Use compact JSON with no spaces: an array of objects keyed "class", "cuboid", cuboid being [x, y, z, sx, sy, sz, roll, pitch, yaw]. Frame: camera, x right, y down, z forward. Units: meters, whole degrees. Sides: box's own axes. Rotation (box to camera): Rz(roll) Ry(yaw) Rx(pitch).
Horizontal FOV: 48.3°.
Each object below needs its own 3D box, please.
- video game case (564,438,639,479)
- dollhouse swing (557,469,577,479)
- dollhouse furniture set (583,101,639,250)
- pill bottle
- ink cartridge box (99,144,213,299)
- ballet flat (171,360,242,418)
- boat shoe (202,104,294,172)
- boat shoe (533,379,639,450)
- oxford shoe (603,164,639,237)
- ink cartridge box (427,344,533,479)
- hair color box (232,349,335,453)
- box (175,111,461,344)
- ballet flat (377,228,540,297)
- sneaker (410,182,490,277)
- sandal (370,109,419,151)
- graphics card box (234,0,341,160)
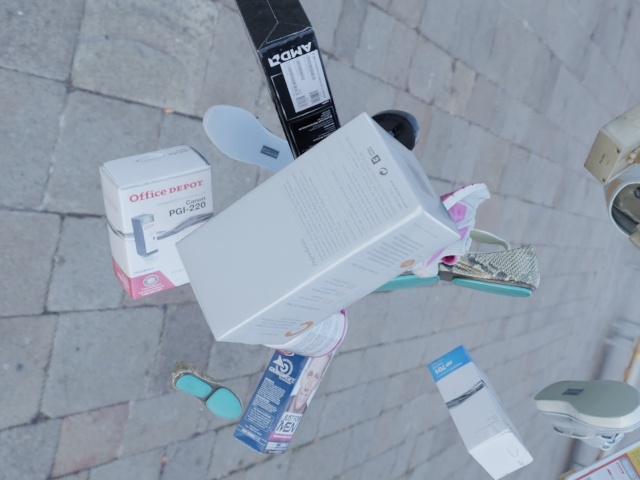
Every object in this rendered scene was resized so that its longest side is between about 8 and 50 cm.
[{"class":"video game case","cuboid":[0.597,0.442,1.230,0.285,0.204,0.025,-25,163,-4]},{"class":"dollhouse swing","cuboid":[0.574,0.722,1.756,0.347,0.315,0.305,-35,136,-12]},{"class":"dollhouse furniture set","cuboid":[0.508,-0.084,0.954,0.161,0.242,0.212,-33,156,-10]},{"class":"pill bottle","cuboid":[-0.064,0.165,1.572,0.283,0.160,0.160,30,80,-61]},{"class":"ink cartridge box","cuboid":[-0.261,-0.031,1.173,0.159,0.092,0.217,-18,127,-28]},{"class":"ballet flat","cuboid":[-0.242,0.314,1.529,0.073,0.067,0.206,-39,130,2]},{"class":"boat shoe","cuboid":[-0.165,-0.241,1.673,0.306,0.105,0.113,15,102,-45]},{"class":"boat shoe","cuboid":[0.389,0.249,1.009,0.079,0.081,0.227,-31,180,-14]},{"class":"oxford shoe","cuboid":[0.717,-0.016,1.270,0.130,0.449,0.169,-36,140,-45]},{"class":"ink cartridge box","cuboid":[0.280,0.302,1.259,0.082,0.190,0.139,-31,131,10]},{"class":"hair color box","cuboid":[-0.093,0.418,1.999,0.347,0.105,0.174,-64,156,-6]},{"class":"box","cuboid":[0.000,0.000,1.060,0.345,0.168,0.215,-33,159,16]},{"class":"ballet flat","cuboid":[0.333,0.053,1.898,0.164,0.483,0.182,70,22,-74]},{"class":"sneaker","cuboid":[0.231,-0.017,1.322,0.252,0.103,0.111,-36,95,-24]},{"class":"sandal","cuboid":[0.076,-0.179,1.360,0.097,0.255,0.054,61,42,-23]},{"class":"graphics card box","cuboid":[-0.043,-0.256,1.174,0.094,0.232,0.371,-22,143,1]}]
